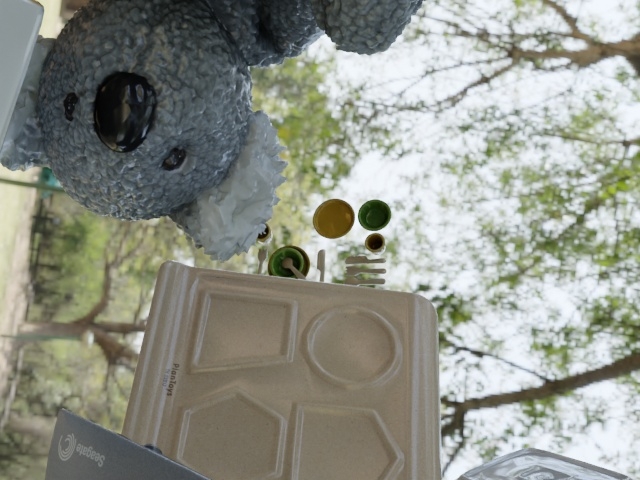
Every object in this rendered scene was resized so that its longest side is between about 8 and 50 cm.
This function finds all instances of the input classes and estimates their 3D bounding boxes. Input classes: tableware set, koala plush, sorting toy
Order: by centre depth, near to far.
[{"bbox_3d":[-0.069,-0.103,0.445,0.203,0.196,0.221,-90,-160,-66],"label":"koala plush"},{"bbox_3d":[-0.020,0.107,0.618,0.038,0.208,0.193,107,-9,-49],"label":"sorting toy"},{"bbox_3d":[0.000,0.000,0.995,0.024,0.154,0.104,57,34,-66],"label":"tableware set"}]

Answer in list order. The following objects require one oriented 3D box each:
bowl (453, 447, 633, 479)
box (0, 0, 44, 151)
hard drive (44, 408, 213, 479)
[{"bbox_3d":[0.159,0.191,0.647,0.142,0.142,0.053,9,-78,48],"label":"bowl"},{"bbox_3d":[-0.311,-0.073,0.313,0.215,0.345,0.168,19,-91,54],"label":"box"},{"bbox_3d":[-0.001,0.159,0.399,0.255,0.172,0.054,13,-115,38],"label":"hard drive"}]
